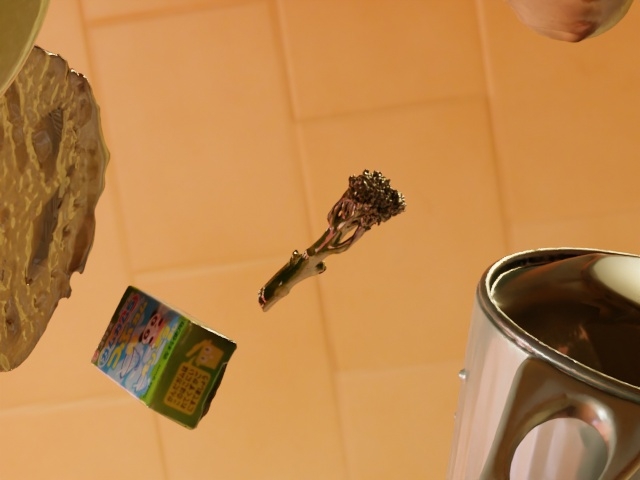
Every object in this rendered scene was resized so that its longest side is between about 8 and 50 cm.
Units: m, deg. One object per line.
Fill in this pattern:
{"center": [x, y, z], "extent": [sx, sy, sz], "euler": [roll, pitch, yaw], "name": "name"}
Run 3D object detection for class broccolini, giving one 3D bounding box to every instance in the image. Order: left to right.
{"center": [-0.002, -0.001, 1.661], "extent": [0.067, 0.058, 0.216], "euler": [-25, 170, -48], "name": "broccolini"}

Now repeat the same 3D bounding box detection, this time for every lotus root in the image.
{"center": [-0.356, -0.030, 1.713], "extent": [0.111, 0.375, 0.390], "euler": [9, -147, 25], "name": "lotus root"}

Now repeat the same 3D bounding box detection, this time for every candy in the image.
{"center": [-0.159, 0.114, 1.662], "extent": [0.062, 0.097, 0.194], "euler": [27, 177, -26], "name": "candy"}

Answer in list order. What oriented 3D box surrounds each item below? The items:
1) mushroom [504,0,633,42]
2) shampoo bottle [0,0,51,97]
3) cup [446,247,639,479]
{"center": [0.163, -0.346, 1.079], "extent": [0.313, 0.397, 0.224], "euler": [-23, -170, 43], "name": "mushroom"}
{"center": [-0.342, -0.203, 1.016], "extent": [0.317, 0.322, 0.322], "euler": [31, -148, 33], "name": "shampoo bottle"}
{"center": [0.204, 0.222, 1.315], "extent": [0.401, 0.392, 0.310], "euler": [0, -158, -31], "name": "cup"}
